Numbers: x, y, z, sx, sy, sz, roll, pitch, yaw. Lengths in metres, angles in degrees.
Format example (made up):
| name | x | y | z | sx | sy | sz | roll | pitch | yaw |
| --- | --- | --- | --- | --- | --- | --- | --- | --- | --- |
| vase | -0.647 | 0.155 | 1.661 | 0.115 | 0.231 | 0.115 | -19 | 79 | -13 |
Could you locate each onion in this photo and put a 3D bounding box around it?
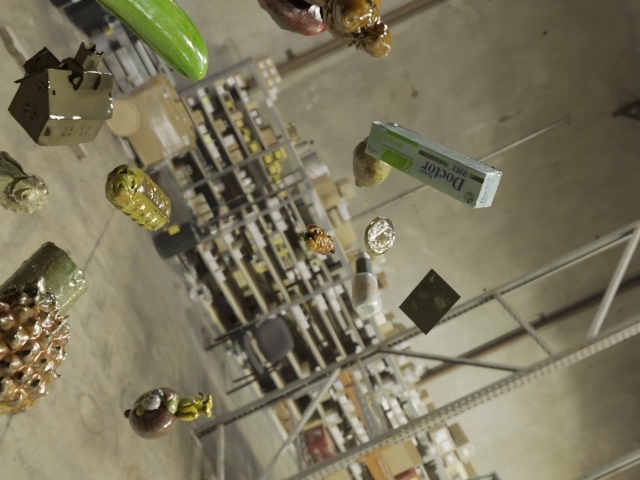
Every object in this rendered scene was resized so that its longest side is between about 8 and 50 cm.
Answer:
| name | x | y | z | sx | sy | sz | roll | pitch | yaw |
| --- | --- | --- | --- | --- | --- | --- | --- | --- | --- |
| onion | -0.046 | -0.672 | 1.581 | 0.272 | 0.195 | 0.272 | 22 | 51 | -30 |

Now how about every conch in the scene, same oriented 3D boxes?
| name | x | y | z | sx | sy | sz | roll | pitch | yaw |
| --- | --- | --- | --- | --- | --- | --- | --- | --- | --- |
| conch | -0.755 | -0.153 | 1.511 | 0.207 | 0.130 | 0.155 | 40 | -51 | 41 |

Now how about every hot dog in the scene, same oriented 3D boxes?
| name | x | y | z | sx | sy | sz | roll | pitch | yaw |
| --- | --- | --- | --- | --- | --- | --- | --- | --- | --- |
| hot dog | 0.000 | 0.000 | 1.751 | 0.188 | 0.055 | 0.072 | 29 | 63 | -69 |

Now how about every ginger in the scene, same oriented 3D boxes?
| name | x | y | z | sx | sy | sz | roll | pitch | yaw |
| --- | --- | --- | --- | --- | --- | --- | --- | --- | --- |
| ginger | 0.038 | -0.532 | 1.325 | 0.357 | 0.152 | 0.274 | 24 | 47 | -60 |

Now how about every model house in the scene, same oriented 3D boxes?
| name | x | y | z | sx | sy | sz | roll | pitch | yaw |
| --- | --- | --- | --- | --- | --- | --- | --- | --- | --- |
| model house | -0.618 | -0.386 | 1.484 | 0.204 | 0.243 | 0.211 | 45 | 25 | 9 |

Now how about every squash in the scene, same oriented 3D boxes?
| name | x | y | z | sx | sy | sz | roll | pitch | yaw |
| --- | --- | --- | --- | --- | --- | --- | --- | --- | --- |
| squash | -0.352 | -0.458 | 1.168 | 0.395 | 0.107 | 0.107 | 39 | 17 | -38 |

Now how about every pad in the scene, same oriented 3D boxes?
| name | x | y | z | sx | sy | sz | roll | pitch | yaw |
| --- | --- | --- | --- | --- | --- | --- | --- | --- | --- |
| pad | 0.342 | 0.195 | 1.930 | 0.127 | 0.190 | 0.004 | 46 | 33 | 18 |

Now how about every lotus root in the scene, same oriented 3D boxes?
| name | x | y | z | sx | sy | sz | roll | pitch | yaw |
| --- | --- | --- | --- | --- | --- | --- | --- | --- | --- |
| lotus root | 0.152 | -0.229 | 1.823 | 0.138 | 0.138 | 0.214 | 65 | -19 | 18 |

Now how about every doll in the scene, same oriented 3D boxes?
| name | x | y | z | sx | sy | sz | roll | pitch | yaw |
| --- | --- | --- | --- | --- | --- | --- | --- | --- | --- |
| doll | -0.340 | 0.371 | 1.366 | 0.145 | 0.188 | 0.096 | 38 | -38 | 57 |

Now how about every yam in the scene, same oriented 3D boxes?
| name | x | y | z | sx | sy | sz | roll | pitch | yaw |
| --- | --- | --- | --- | --- | --- | --- | --- | --- | --- |
| yam | -0.708 | 0.147 | 1.506 | 0.161 | 0.268 | 0.161 | 33 | -21 | 14 |

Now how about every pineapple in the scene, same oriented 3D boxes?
| name | x | y | z | sx | sy | sz | roll | pitch | yaw |
| --- | --- | --- | --- | --- | --- | --- | --- | --- | --- |
| pineapple | -0.420 | 0.136 | 0.832 | 0.166 | 0.193 | 0.166 | 23 | -1 | 0 |

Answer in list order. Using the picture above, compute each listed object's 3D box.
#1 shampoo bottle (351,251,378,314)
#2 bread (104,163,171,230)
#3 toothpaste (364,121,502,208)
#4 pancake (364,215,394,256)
| name | x | y | z | sx | sy | sz | roll | pitch | yaw |
| --- | --- | --- | --- | --- | --- | --- | --- | --- | --- |
| shampoo bottle | 0.125 | 0.116 | 1.736 | 0.074 | 0.074 | 0.192 | 63 | 22 | -46 |
| bread | -0.413 | -0.096 | 1.393 | 0.087 | 0.098 | 0.269 | 50 | -7 | 11 |
| toothpaste | 0.241 | -0.177 | 1.365 | 0.336 | 0.067 | 0.081 | 35 | -58 | 40 |
| pancake | 0.162 | -0.012 | 1.679 | 0.011 | 0.115 | 0.115 | 9 | -48 | 52 |
